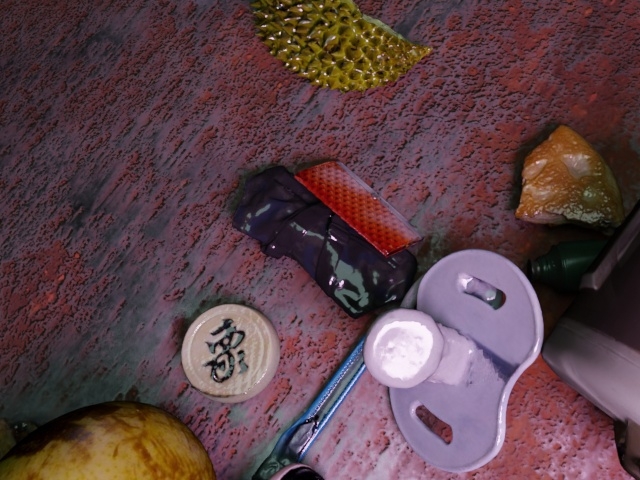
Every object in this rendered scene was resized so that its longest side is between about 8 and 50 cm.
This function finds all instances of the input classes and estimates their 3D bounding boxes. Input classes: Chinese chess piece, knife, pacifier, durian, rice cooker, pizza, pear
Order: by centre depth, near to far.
[{"bbox_3d":[0.425,0.118,0.607,0.335,0.335,0.325,36,93,19],"label":"rice cooker"},{"bbox_3d":[-0.267,0.325,0.697,0.283,0.283,0.284,-3,70,8],"label":"pear"},{"bbox_3d":[0.130,0.136,0.709,0.227,0.207,0.279,28,104,50],"label":"pacifier"},{"bbox_3d":[0.004,0.229,0.813,0.044,0.026,0.296,32,78,30],"label":"knife"},{"bbox_3d":[-0.129,0.161,0.840,0.144,0.058,0.144,-3,71,8],"label":"Chinese chess piece"},{"bbox_3d":[0.352,-0.069,0.846,0.161,0.062,0.182,-26,62,-6],"label":"pizza"},{"bbox_3d":[0.004,-0.377,1.008,0.169,0.157,0.355,-27,64,-40],"label":"durian"}]

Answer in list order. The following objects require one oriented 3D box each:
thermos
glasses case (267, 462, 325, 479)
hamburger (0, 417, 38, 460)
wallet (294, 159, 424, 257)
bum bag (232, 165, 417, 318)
[{"bbox_3d":[0.383,0.029,0.802,0.187,0.073,0.083,-5,71,7],"label":"thermos"},{"bbox_3d":[-0.089,0.411,0.681,0.075,0.122,0.314,7,47,45],"label":"glasses case"},{"bbox_3d":[-0.463,0.327,0.793,0.185,0.131,0.159,-41,66,-3],"label":"hamburger"},{"bbox_3d":[0.058,-0.052,0.876,0.103,0.020,0.196,-23,58,-43],"label":"wallet"},{"bbox_3d":[0.000,0.000,0.872,0.310,0.074,0.137,35,69,18],"label":"bum bag"}]
